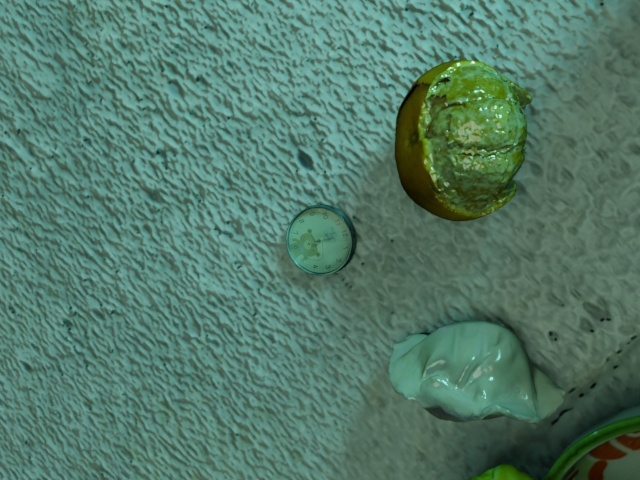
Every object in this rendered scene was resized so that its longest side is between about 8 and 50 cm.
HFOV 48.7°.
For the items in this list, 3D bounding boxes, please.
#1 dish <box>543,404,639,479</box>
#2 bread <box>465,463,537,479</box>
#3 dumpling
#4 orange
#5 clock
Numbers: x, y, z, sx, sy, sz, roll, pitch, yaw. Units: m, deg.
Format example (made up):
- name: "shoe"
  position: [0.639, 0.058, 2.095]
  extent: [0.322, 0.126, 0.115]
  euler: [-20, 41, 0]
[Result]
- name: "dish"
  position: [0.379, 0.278, 0.681]
  extent: [0.324, 0.124, 0.324]
  euler: [11, 115, 25]
- name: "bread"
  position: [0.268, 0.363, 0.632]
  extent: [0.383, 0.112, 0.166]
  euler: [32, 121, 13]
- name: "dumpling"
  position: [0.156, 0.141, 0.735]
  extent: [0.188, 0.127, 0.108]
  euler: [17, 109, 21]
- name: "orange"
  position: [0.144, -0.098, 0.699]
  extent: [0.156, 0.134, 0.157]
  euler: [23, 116, 59]
- name: "clock"
  position: [0.000, 0.000, 0.822]
  extent: [0.085, 0.017, 0.085]
  euler: [3, 99, 17]
